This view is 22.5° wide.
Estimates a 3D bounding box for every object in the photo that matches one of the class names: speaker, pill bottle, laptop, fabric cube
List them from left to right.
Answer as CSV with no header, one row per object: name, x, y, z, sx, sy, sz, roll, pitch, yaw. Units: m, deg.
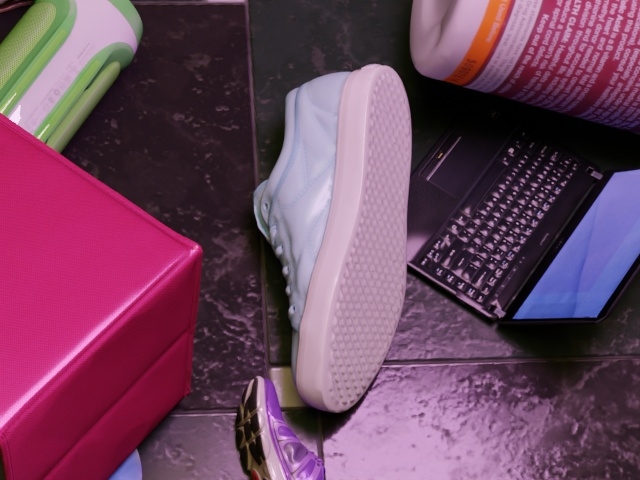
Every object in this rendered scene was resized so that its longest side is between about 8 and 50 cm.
fabric cube,-0.286,0.092,1.454,0.254,0.259,0.258,33,56,18
speaker,-0.307,-0.141,1.672,0.131,0.131,0.296,28,63,8
laptop,0.222,-0.042,1.673,0.264,0.136,0.234,33,64,11
pill bottle,0.311,-0.234,1.696,0.392,0.224,0.224,14,61,-13

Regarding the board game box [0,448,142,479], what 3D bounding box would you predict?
board game box,-0.256,0.231,1.538,0.169,0.033,0.133,10,53,-1

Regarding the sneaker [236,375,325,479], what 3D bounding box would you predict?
sneaker,-0.033,0.213,1.565,0.071,0.068,0.170,-10,72,-28

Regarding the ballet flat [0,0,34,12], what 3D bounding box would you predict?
ballet flat,-0.410,-0.230,1.733,0.342,0.116,0.124,-32,90,-24

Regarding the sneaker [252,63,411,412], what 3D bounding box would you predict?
sneaker,0.000,0.000,1.656,0.150,0.135,0.366,-4,66,34
